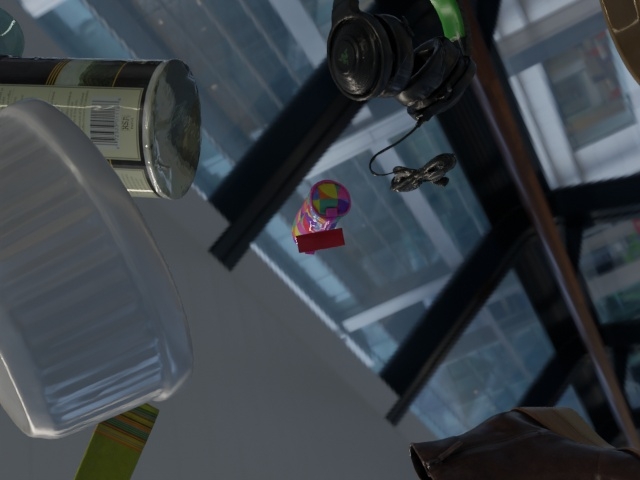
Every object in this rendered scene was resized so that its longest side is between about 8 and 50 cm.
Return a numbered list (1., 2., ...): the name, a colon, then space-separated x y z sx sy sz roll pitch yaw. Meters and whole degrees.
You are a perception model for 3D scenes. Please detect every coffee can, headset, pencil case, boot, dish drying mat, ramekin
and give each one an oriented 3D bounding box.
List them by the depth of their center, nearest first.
1. ramekin: -0.229 0.033 0.667 0.273 0.127 0.273 39 145 34
2. boot: 0.225 0.259 0.855 0.248 0.206 0.090 -138 39 -66
3. coffee can: -0.335 -0.164 1.202 0.201 0.275 0.202 4 -90 -79
4. headset: 0.141 -0.265 1.247 0.243 0.185 0.394 13 -105 -32
5. dish drying mat: 0.000 0.000 1.446 0.008 0.083 0.032 -32 -68 -79
6. pencil case: -0.001 -0.051 1.873 0.236 0.104 0.104 118 132 -67

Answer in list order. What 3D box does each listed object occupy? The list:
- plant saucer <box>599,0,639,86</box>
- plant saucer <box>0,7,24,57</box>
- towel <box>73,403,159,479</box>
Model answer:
1. plant saucer: 0.327 -0.261 0.776 0.278 0.041 0.278 -16 -90 -90
2. plant saucer: -0.652 -0.361 1.545 0.037 0.194 0.195 118 135 -62
3. towel: -0.396 0.411 1.564 0.021 0.102 0.237 87 -155 -80
